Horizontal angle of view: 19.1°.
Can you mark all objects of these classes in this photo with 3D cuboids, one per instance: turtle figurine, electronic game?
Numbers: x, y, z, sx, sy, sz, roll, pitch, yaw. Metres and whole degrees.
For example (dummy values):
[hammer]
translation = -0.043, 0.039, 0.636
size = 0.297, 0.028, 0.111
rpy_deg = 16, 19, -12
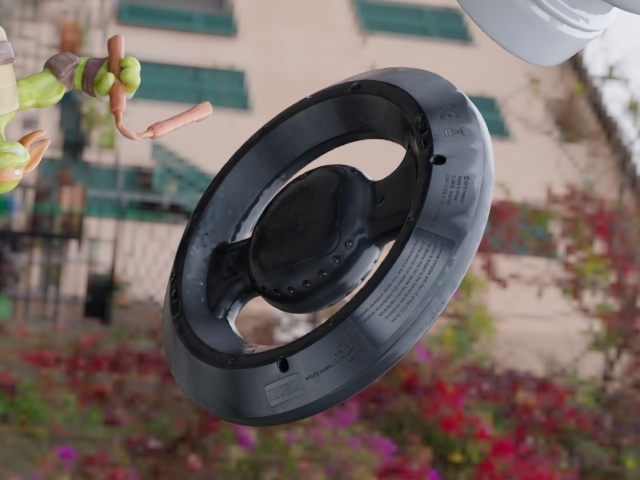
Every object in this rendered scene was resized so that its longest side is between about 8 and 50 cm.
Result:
[turtle figurine]
translation = -0.213, -0.122, 1.193
size = 0.087, 0.269, 0.217
rpy_deg = -7, -82, 67
[electronic game]
translation = 0.000, 0.000, 1.062
size = 0.229, 0.048, 0.229
rpy_deg = -28, -139, 28

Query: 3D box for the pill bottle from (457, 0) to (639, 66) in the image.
[pill bottle]
translation = 0.135, -0.154, 0.740
size = 0.186, 0.112, 0.112
rpy_deg = -39, -141, 33
